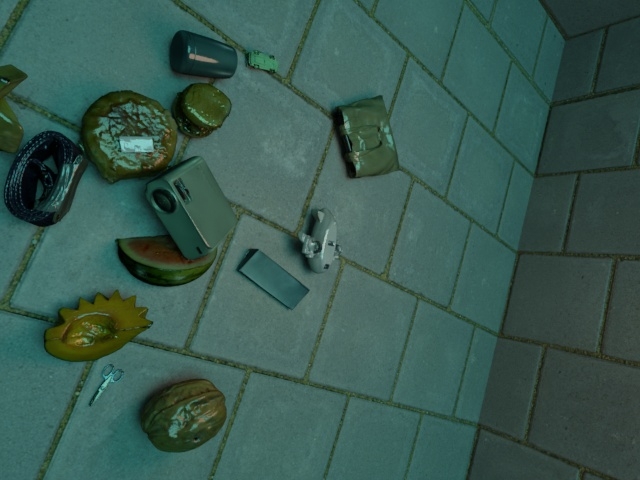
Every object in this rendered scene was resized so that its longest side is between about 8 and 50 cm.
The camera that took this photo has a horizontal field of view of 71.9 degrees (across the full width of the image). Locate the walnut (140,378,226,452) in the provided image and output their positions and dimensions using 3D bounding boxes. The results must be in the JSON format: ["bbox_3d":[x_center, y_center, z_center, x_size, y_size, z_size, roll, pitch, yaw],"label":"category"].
[{"bbox_3d":[-0.391,0.511,1.293,0.245,0.198,0.198,-15,100,-35],"label":"walnut"}]

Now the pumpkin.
[{"bbox_3d":[-0.604,0.232,1.197,0.254,0.149,0.130,-6,52,-33],"label":"pumpkin"}]

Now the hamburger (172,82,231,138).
[{"bbox_3d":[-0.361,-0.400,1.338,0.159,0.131,0.184,37,63,-23],"label":"hamburger"}]

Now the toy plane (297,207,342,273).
[{"bbox_3d":[0.000,0.000,1.633,0.245,0.118,0.244,-16,109,-54],"label":"toy plane"}]

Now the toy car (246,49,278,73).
[{"bbox_3d":[-0.195,-0.610,1.513,0.122,0.035,0.059,-4,94,-46],"label":"toy car"}]

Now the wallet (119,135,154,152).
[{"bbox_3d":[-0.485,-0.253,1.162,0.083,0.011,0.044,-9,93,-34],"label":"wallet"}]

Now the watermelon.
[{"bbox_3d":[-0.442,0.081,1.318,0.304,0.159,0.128,-1,130,-36],"label":"watermelon"}]

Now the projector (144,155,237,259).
[{"bbox_3d":[-0.375,-0.097,1.296,0.250,0.108,0.198,64,25,-22],"label":"projector"}]

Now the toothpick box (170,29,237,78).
[{"bbox_3d":[-0.350,-0.558,1.344,0.184,0.120,0.120,-6,94,-40],"label":"toothpick box"}]

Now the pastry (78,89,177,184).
[{"bbox_3d":[-0.526,-0.286,1.217,0.257,0.121,0.235,-19,99,-33],"label":"pastry"}]

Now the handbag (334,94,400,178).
[{"bbox_3d":[0.188,-0.405,1.769,0.253,0.109,0.315,-22,105,-30],"label":"handbag"}]

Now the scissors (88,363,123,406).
[{"bbox_3d":[-0.607,0.408,1.234,0.058,0.014,0.119,43,63,-25],"label":"scissors"}]

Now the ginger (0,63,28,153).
[{"bbox_3d":[-0.852,-0.356,0.909,0.414,0.211,0.358,5,86,-37],"label":"ginger"}]

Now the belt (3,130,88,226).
[{"bbox_3d":[-0.676,-0.149,1.102,0.140,0.126,0.230,18,80,-13],"label":"belt"}]

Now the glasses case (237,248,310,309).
[{"bbox_3d":[-0.165,0.133,1.553,0.105,0.056,0.266,-47,120,1],"label":"glasses case"}]
